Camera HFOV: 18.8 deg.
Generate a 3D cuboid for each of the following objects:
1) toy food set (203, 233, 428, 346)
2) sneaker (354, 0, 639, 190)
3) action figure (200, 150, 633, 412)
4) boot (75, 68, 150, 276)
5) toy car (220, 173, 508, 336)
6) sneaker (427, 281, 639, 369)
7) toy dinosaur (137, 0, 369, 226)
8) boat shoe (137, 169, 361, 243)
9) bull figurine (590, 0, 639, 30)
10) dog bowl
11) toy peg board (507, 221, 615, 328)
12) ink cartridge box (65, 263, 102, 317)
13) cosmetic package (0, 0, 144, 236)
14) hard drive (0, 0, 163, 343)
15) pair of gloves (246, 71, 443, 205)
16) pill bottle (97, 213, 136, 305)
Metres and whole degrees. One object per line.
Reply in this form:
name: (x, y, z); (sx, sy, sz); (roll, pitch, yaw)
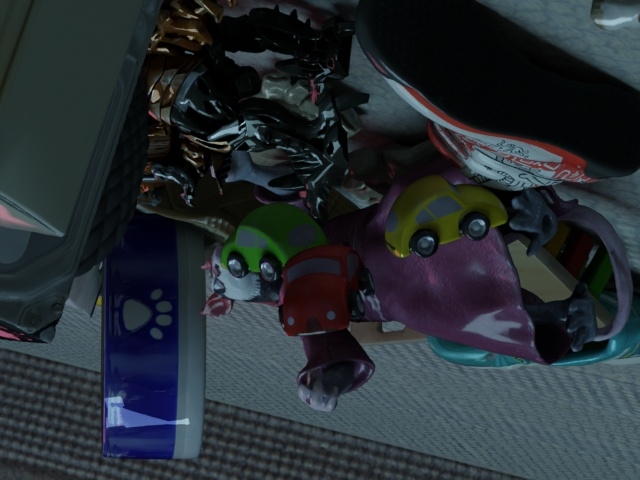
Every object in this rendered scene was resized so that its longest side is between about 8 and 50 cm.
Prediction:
toy food set: (-0.034, 0.056, 2.277); (0.306, 0.092, 0.220); (22, 166, -23)
sneaker: (0.104, -0.105, 1.439); (0.270, 0.090, 0.145); (21, 164, -30)
action figure: (0.052, 0.007, 1.709); (0.370, 0.248, 0.276); (-5, -174, 34)
boot: (-0.252, -0.147, 1.379); (0.223, 0.338, 0.118); (9, -154, 30)
toy car: (0.000, 0.000, 1.517); (0.225, 0.053, 0.239); (3, -154, 46)
sneaker: (0.222, 0.087, 2.015); (0.275, 0.107, 0.110); (-5, -177, 37)
toy dinosaur: (-0.085, -0.113, 1.443); (0.218, 0.164, 0.322); (13, 164, -13)
boat shoe: (-0.059, -0.030, 1.963); (0.285, 0.104, 0.089); (25, 179, 19)
bull figurine: (0.133, -0.197, 1.007); (0.310, 0.101, 0.188); (27, 168, -29)
dog bowl: (-0.182, 0.102, 2.067); (0.104, 0.265, 0.265); (0, 169, -7)
toy peg board: (0.197, 0.011, 1.885); (0.160, 0.079, 0.161); (42, 155, -28)
ink cartridge box: (-0.280, -0.034, 2.054); (0.065, 0.165, 0.332); (15, 166, 10)
cosmetic package: (-0.176, -0.171, 1.033); (0.160, 0.309, 0.113); (9, 165, 27)
hard drive: (-0.213, -0.132, 1.173); (0.064, 0.339, 0.237); (1, 159, 44)
pair of gloves: (0.029, -0.083, 1.725); (0.240, 0.042, 0.204); (14, 162, -15)
pill bottle: (-0.299, 0.018, 2.399); (0.208, 0.119, 0.119); (7, 164, 38)
